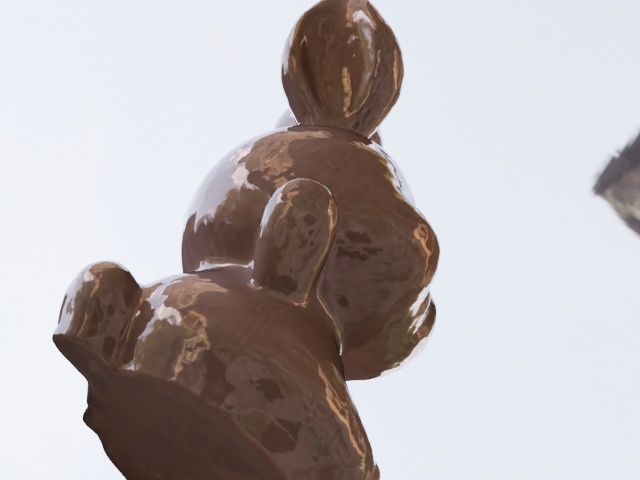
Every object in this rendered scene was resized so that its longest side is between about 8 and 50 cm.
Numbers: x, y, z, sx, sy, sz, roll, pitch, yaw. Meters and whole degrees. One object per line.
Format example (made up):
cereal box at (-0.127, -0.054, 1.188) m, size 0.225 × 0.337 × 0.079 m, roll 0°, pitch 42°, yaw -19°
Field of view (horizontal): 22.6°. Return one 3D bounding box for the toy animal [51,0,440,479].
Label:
toy animal at (0.002, 0.001, 0.588) m, size 0.124 × 0.124 × 0.212 m, roll 57°, pitch -130°, yaw -34°
